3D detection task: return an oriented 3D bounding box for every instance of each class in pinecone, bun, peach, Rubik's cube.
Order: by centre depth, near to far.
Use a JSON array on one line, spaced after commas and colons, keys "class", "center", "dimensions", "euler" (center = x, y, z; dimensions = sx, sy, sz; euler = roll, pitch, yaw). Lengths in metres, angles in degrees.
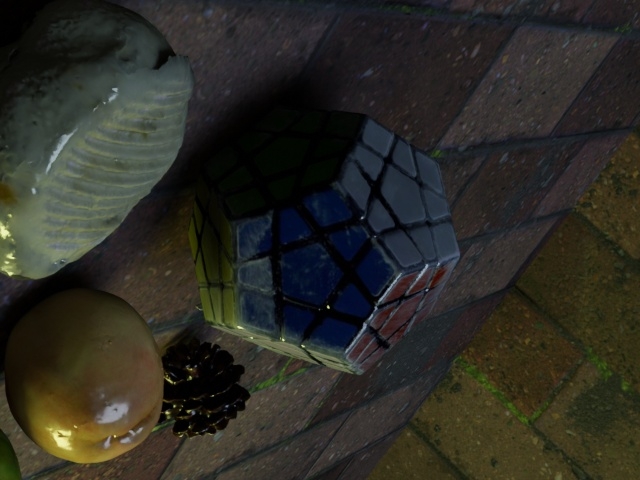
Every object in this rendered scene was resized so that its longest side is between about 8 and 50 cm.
[{"class": "bun", "center": [-0.213, -0.082, 0.922], "dimensions": [0.239, 0.141, 0.239], "euler": [-46, 164, -17]}, {"class": "peach", "center": [-0.251, 0.147, 1.227], "dimensions": [0.184, 0.184, 0.184], "euler": [-40, 159, -19]}, {"class": "Rubik's cube", "center": [0.000, 0.000, 1.319], "dimensions": [0.319, 0.319, 0.264], "euler": [-53, -175, 16]}, {"class": "pinecone", "center": [-0.170, 0.197, 1.566], "dimensions": [0.140, 0.140, 0.120], "euler": [-35, 124, -30]}]

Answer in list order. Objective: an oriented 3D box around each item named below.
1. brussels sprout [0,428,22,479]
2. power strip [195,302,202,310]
[{"class": "brussels sprout", "center": [-0.405, 0.279, 1.181], "dimensions": [0.223, 0.161, 0.223], "euler": [-47, 161, -22]}, {"class": "power strip", "center": [-0.093, 0.037, 1.478], "dimensions": [0.175, 0.075, 0.042], "euler": [-38, 160, -24]}]
